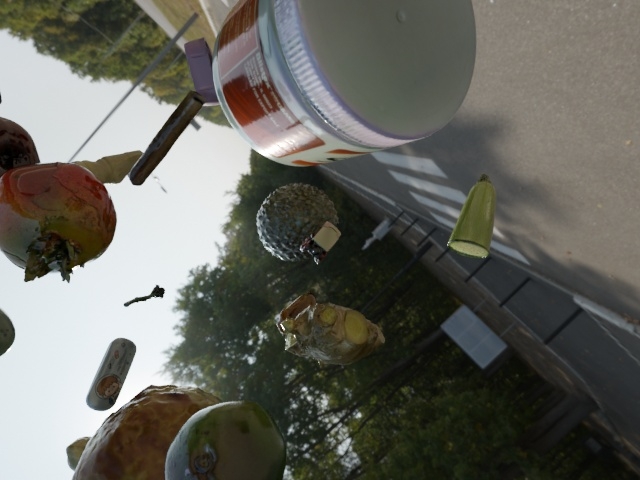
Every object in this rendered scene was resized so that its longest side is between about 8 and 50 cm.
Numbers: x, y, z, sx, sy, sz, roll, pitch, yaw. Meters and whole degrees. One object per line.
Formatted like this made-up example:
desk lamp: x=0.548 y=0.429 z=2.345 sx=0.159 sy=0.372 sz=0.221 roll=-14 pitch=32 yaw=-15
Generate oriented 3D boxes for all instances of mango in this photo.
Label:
mango: x=-0.051 y=0.180 z=0.980 sx=0.063 sy=0.127 sz=0.077 roll=23 pitch=141 yaw=28

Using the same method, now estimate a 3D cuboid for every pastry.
pastry: x=-0.355 y=0.520 z=0.910 sx=0.388 sy=0.388 sz=0.312 roll=46 pitch=176 yaw=22

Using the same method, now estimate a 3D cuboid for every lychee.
lychee: x=-0.067 y=-0.056 z=1.276 sx=0.274 sy=0.255 sz=0.255 roll=4 pitch=162 yaw=33

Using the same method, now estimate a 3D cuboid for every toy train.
toy train: x=0.000 y=0.000 z=0.875 sx=0.050 sy=0.087 sz=0.138 roll=40 pitch=-179 yaw=-5

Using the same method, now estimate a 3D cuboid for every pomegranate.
pomegranate: x=-0.128 y=0.339 z=0.627 sx=0.180 sy=0.180 sz=0.210 roll=47 pitch=-179 yaw=31
pomegranate: x=-0.484 y=-0.033 z=0.738 sx=0.210 sy=0.210 sz=0.235 roll=37 pitch=-160 yaw=-47

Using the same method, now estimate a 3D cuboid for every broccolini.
broccolini: x=-0.536 y=0.179 z=1.246 sx=0.044 sy=0.042 sz=0.218 roll=33 pitch=-172 yaw=-1

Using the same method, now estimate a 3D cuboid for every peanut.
peanut: x=-0.637 y=0.616 z=1.144 sx=0.098 sy=0.090 sz=0.214 roll=5 pitch=141 yaw=17

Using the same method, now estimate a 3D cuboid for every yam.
yam: x=-0.358 y=-0.232 z=0.935 sx=0.046 sy=0.264 sz=0.046 roll=41 pitch=-168 yaw=-11

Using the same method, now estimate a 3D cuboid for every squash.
squash: x=0.372 y=-0.070 z=0.964 sx=0.094 sy=0.224 sz=0.094 roll=18 pitch=158 yaw=8

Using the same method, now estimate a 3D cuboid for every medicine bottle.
medicine bottle: x=0.018 y=-0.230 z=0.510 sx=0.252 sy=0.252 sz=0.241 roll=41 pitch=162 yaw=-26

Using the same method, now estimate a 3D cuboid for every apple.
apple: x=-0.787 y=-0.190 z=0.943 sx=0.234 sy=0.234 sz=0.234 roll=43 pitch=-174 yaw=-6

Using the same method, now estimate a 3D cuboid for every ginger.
ginger: x=0.018 y=0.175 z=0.757 sx=0.216 sy=0.157 sz=0.102 roll=25 pitch=-130 yaw=-30

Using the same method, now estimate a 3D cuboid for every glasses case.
glasses case: x=-0.516 y=0.328 z=1.007 sx=0.067 sy=0.045 sz=0.178 roll=33 pitch=-134 yaw=-29

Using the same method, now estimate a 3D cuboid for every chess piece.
chess piece: x=-0.602 y=-0.205 z=1.177 sx=0.090 sy=0.090 sz=0.200 roll=45 pitch=-138 yaw=13

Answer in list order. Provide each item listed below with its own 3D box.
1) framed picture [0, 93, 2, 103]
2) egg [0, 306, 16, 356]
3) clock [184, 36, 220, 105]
framed picture: x=-0.494 y=-0.271 z=0.520 sx=0.128 sy=0.168 sz=0.023 roll=16 pitch=-143 yaw=-9
egg: x=-0.918 y=0.230 z=1.052 sx=0.236 sy=0.169 sz=0.169 roll=17 pitch=-174 yaw=3
clock: x=-0.284 y=-0.409 z=0.999 sx=0.110 sy=0.050 sz=0.152 roll=-110 pitch=8 yaw=-71
